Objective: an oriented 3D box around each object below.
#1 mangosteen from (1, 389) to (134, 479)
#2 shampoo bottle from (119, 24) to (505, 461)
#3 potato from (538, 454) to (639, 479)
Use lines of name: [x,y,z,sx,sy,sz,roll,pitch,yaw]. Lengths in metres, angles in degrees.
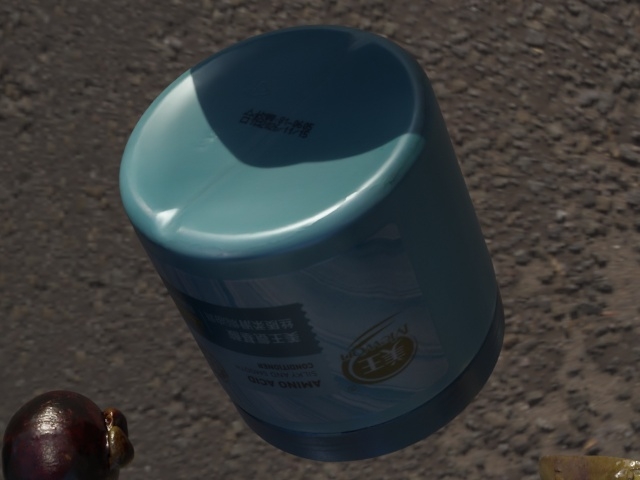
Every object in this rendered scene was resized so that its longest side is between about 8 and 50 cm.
mangosteen: [-0.280,0.240,1.477,0.152,0.152,0.152,0,90,28]
shampoo bottle: [0.000,0.000,1.372,0.331,0.342,0.331,-12,45,12]
potato: [0.238,0.230,1.117,0.172,0.089,0.100,0,70,41]
